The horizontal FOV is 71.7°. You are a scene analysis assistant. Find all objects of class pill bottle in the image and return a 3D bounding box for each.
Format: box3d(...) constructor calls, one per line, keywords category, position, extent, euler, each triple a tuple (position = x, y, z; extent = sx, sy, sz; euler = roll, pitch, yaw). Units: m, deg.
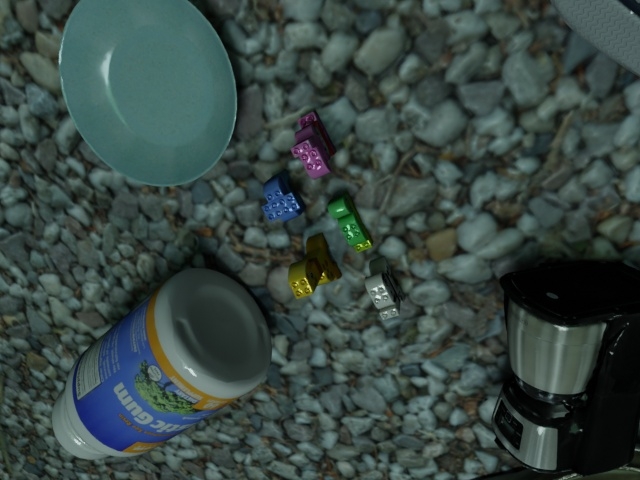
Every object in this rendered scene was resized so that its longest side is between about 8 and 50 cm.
box3d(category="pill bottle", position=(-0.201, 0.162, 0.533), extent=(0.272, 0.152, 0.152), euler=(-37, 100, 25))

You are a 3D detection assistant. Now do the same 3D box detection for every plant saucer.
box3d(category="plant saucer", position=(-0.169, -0.154, 0.452), extent=(0.194, 0.037, 0.195), euler=(5, 115, 12))

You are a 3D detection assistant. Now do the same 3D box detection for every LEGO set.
box3d(category="LEGO set", position=(0.000, 0.000, 0.445), extent=(0.086, 0.093, 0.227), euler=(-22, 106, 22))

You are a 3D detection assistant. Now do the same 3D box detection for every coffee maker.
box3d(category="coffee maker", position=(0.256, 0.120, 0.418), extent=(0.171, 0.120, 0.179), euler=(0, 113, 13))

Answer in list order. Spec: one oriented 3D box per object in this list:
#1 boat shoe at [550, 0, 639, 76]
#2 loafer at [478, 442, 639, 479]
box3d(category="boat shoe", position=(0.315, -0.128, 0.292), extent=(0.335, 0.121, 0.119), euler=(40, 82, -6))
box3d(category="loafer", position=(0.277, 0.315, 0.514), extent=(0.251, 0.087, 0.094), euler=(-38, 99, 25))
